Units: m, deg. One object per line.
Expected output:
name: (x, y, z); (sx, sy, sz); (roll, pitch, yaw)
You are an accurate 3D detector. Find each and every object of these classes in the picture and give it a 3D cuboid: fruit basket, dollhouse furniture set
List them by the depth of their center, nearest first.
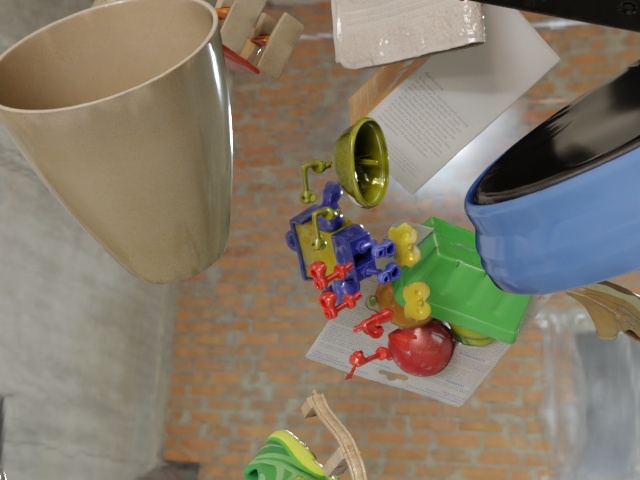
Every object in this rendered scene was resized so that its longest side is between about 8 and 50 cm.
dollhouse furniture set: (-0.201, -0.313, 1.451); (0.259, 0.135, 0.262); (30, -8, -38)
fruit basket: (0.192, 0.130, 1.717); (0.327, 0.165, 0.353); (19, -49, -16)

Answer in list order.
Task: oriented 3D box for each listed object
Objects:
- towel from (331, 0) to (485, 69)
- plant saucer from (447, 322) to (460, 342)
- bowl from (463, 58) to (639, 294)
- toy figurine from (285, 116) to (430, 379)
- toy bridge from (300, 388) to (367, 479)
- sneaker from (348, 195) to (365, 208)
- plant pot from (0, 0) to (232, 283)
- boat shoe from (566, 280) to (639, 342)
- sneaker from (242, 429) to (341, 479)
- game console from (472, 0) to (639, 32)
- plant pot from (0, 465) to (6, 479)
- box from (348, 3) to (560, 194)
towel: (0.125, -0.372, 1.531); (0.282, 0.187, 0.049); (-5, 3, 42)
plant saucer: (0.239, 0.132, 1.896); (0.199, 0.198, 0.036); (9, -6, -16)
bowl: (0.288, -0.096, 0.782); (0.391, 0.077, 0.391); (-32, 7, 5)
toy figurine: (0.000, 0.000, 1.449); (0.191, 0.362, 0.217); (-31, 30, -32)
toy bridge: (0.025, 0.261, 1.172); (0.026, 0.188, 0.063); (-8, -32, -28)
sneaker: (0.068, -0.100, 1.697); (0.040, 0.109, 0.043); (12, -47, -34)
plant pot: (-0.202, -0.093, 1.104); (0.257, 0.256, 0.274); (-2, -53, 18)
boat shoe: (0.374, 0.094, 1.258); (0.190, 0.072, 0.068); (21, 4, -34)
sneaker: (-0.024, 0.396, 1.484); (0.109, 0.123, 0.295); (56, -14, -27)
game console: (0.298, -0.364, 0.991); (0.387, 0.060, 0.342); (13, -39, 9)
plant pot: (-0.609, 0.288, 1.420); (0.323, 0.280, 0.323); (9, 16, -3)
box: (0.227, -0.283, 1.764); (0.168, 0.215, 0.345); (43, -72, -16)
